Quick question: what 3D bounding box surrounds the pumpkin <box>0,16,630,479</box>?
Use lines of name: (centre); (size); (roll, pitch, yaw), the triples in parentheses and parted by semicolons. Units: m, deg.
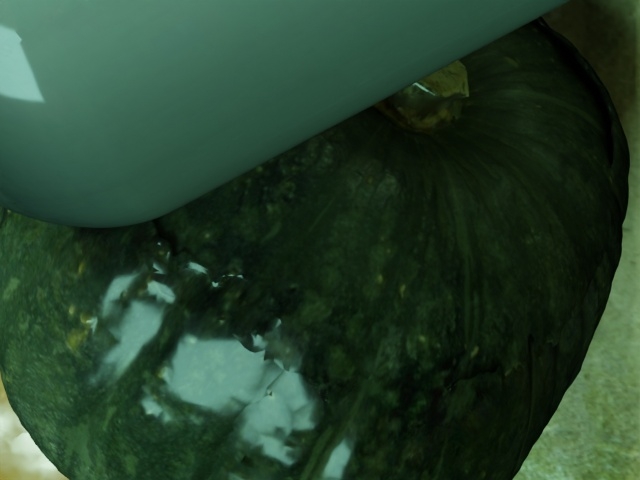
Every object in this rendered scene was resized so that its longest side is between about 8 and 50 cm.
pumpkin: (0.000, 0.000, 0.871); (0.291, 0.327, 0.257); (29, 136, -3)

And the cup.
cup: (-0.014, -0.148, 0.658); (0.312, 0.205, 0.205); (-28, 123, 4)

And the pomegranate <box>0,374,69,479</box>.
pomegranate: (-0.209, 0.193, 1.241); (0.411, 0.411, 0.411); (20, 143, 16)
